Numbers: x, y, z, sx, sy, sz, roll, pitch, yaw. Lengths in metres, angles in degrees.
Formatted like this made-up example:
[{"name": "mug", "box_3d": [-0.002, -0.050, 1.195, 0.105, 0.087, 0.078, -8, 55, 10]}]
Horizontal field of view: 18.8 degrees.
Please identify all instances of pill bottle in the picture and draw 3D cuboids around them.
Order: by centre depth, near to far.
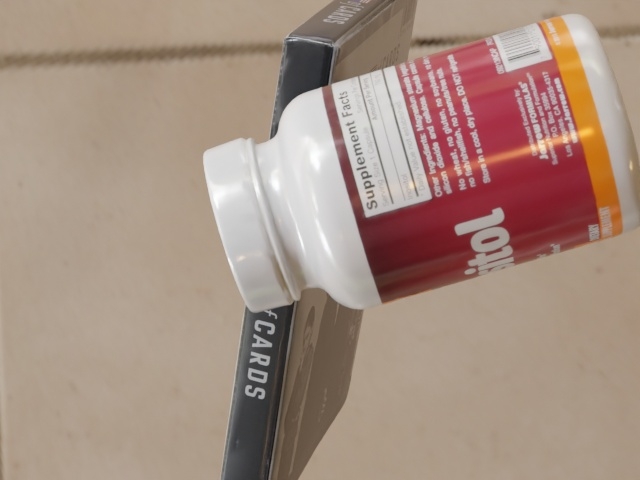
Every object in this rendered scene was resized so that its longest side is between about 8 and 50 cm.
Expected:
[{"name": "pill bottle", "box_3d": [0.038, -0.024, 0.723, 0.152, 0.086, 0.086, -16, 114, 4]}]

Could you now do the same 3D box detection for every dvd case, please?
[{"name": "dvd case", "box_3d": [0.000, 0.000, 0.935, 0.029, 0.179, 0.238, 12, 109, 11]}]
